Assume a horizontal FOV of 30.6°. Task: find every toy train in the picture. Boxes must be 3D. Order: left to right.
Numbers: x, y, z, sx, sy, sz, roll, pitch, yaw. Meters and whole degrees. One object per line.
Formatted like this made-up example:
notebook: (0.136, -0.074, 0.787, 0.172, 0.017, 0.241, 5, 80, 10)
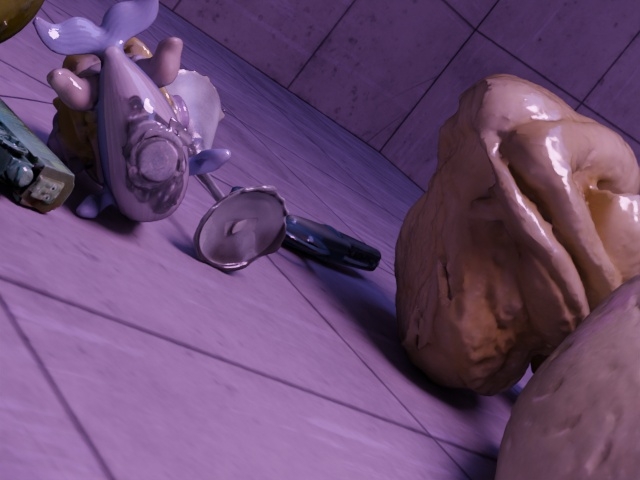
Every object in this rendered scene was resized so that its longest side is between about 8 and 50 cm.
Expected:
toy train: (-0.239, -0.078, 0.837, 0.148, 0.038, 0.071, 43, 7, 30)

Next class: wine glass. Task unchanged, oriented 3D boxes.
wine glass: (-0.106, -0.064, 1.069, 0.122, 0.122, 0.183, 28, 17, -49)

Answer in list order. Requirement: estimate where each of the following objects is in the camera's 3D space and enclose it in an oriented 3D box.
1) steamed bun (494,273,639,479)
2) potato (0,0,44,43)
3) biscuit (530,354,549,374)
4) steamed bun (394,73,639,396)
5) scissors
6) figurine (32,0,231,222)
steamed bun: (0.334, 0.198, 0.909, 0.371, 0.290, 0.456, 36, 8, -4)
potato: (-0.324, -0.261, 0.896, 0.216, 0.216, 0.304, 30, 15, -45)
biscuit: (0.341, 0.164, 1.397, 0.296, 0.102, 0.296, 55, -19, 30)
steamed bun: (0.212, -0.001, 1.238, 0.230, 0.372, 0.325, 10, 33, -9)
scissors: (0.000, 0.000, 1.394, 0.138, 0.041, 0.289, 34, 6, 32)
figurine: (-0.156, -0.100, 0.921, 0.184, 0.128, 0.208, 48, -28, 49)
